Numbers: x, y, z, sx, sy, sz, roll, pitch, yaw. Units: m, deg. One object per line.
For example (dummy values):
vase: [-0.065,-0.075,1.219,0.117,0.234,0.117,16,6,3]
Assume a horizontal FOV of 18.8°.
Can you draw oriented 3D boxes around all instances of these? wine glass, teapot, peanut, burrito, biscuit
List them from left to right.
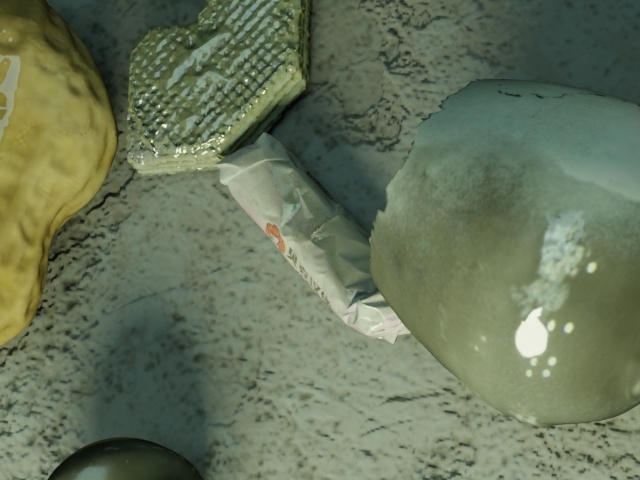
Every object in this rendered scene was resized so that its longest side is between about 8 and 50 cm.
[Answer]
peanut: [-0.242,-0.059,1.489,0.159,0.143,0.291,9,83,12]
teapot: [-0.146,0.224,1.383,0.165,0.130,0.119,-65,29,26]
biscuit: [-0.081,-0.176,1.516,0.147,0.046,0.250,-3,74,18]
burrito: [0.000,-0.001,1.433,0.064,0.064,0.203,-44,64,3]
wine glass: [0.206,0.032,1.262,0.323,0.238,0.238,32,87,25]
